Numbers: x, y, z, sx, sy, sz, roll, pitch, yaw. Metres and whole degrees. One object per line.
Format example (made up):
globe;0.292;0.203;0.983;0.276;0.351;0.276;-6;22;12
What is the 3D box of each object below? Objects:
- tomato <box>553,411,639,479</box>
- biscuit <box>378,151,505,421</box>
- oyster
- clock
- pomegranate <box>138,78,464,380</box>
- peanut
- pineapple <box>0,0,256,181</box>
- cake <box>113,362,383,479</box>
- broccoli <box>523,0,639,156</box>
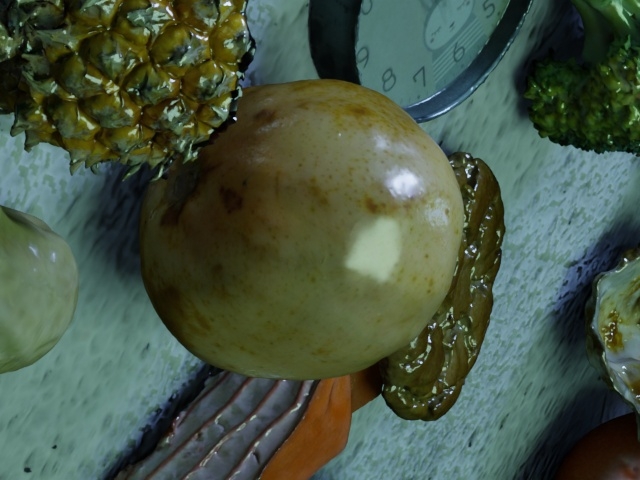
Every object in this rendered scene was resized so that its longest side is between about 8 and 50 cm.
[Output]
tomato;0.365;0.322;1.823;0.321;0.321;0.321;-33;139;-34
biscuit;0.099;0.039;1.437;0.226;0.042;0.226;13;90;-71
oyster;0.377;0.042;1.765;0.337;0.133;0.197;-31;126;-24
clock;0.081;-0.183;1.295;0.215;0.042;0.215;-32;138;-34
pomegranate;-0.012;-0.003;1.168;0.207;0.207;0.207;-33;139;-34
peanut;-0.216;-0.006;0.992;0.125;0.111;0.274;-67;153;-16
pineapple;-0.133;-0.114;0.964;0.137;0.161;0.176;-12;146;-41
cake;-0.062;0.141;1.314;0.287;0.098;0.135;-43;152;-34
broccoli;0.245;-0.168;1.462;0.220;0.194;0.194;-40;149;13
